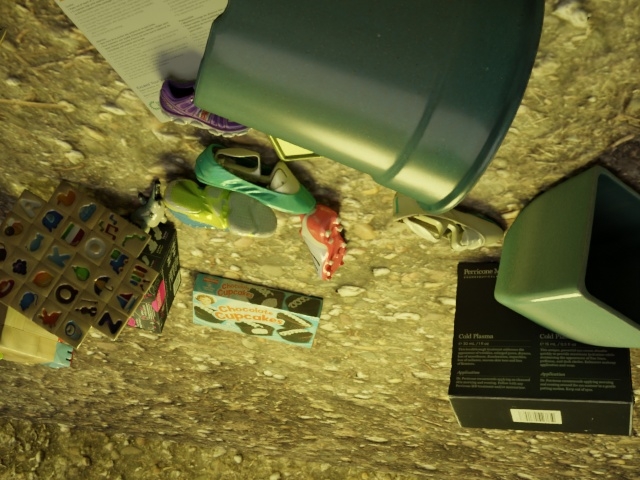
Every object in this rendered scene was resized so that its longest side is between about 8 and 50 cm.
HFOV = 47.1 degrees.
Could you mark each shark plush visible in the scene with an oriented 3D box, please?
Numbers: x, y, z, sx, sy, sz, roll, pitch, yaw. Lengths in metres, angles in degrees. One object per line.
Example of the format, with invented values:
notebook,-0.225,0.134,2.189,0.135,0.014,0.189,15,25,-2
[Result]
shark plush,-0.371,-0.071,1.564,0.067,0.073,0.161,43,151,7

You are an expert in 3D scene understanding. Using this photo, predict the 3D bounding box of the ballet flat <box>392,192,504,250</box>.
ballet flat,0.246,-0.024,1.422,0.248,0.086,0.086,22,146,-17

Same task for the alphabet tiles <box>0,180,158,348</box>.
alphabet tiles,-0.532,0.050,1.557,0.342,0.285,0.011,32,176,2

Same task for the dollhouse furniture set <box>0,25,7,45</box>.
dollhouse furniture set,-0.573,-0.378,1.147,0.182,0.101,0.161,27,169,-24

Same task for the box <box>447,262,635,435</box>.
box,0.454,0.217,1.515,0.343,0.312,0.179,-2,146,20

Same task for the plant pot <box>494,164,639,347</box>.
plant pot,0.463,0.053,1.341,0.247,0.248,0.252,29,154,-26

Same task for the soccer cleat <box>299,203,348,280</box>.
soccer cleat,0.000,0.000,1.552,0.095,0.083,0.248,34,159,20

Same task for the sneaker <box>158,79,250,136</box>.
sneaker,-0.172,-0.211,1.144,0.170,0.068,0.071,10,140,3

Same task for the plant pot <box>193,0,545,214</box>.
plant pot,0.036,-0.238,0.896,0.334,0.341,0.341,15,147,-12

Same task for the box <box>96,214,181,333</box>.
box,-0.419,0.081,1.707,0.142,0.163,0.247,15,147,1

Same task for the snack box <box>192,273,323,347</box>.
snack box,-0.165,0.183,1.882,0.322,0.060,0.187,12,147,-2

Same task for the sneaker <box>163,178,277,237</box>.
sneaker,-0.211,-0.062,1.518,0.240,0.091,0.126,22,164,-17

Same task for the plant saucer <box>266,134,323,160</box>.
plant saucer,-0.024,-0.200,1.264,0.188,0.045,0.188,-3,145,21

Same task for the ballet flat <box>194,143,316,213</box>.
ballet flat,-0.113,-0.120,1.387,0.247,0.083,0.087,17,133,-13

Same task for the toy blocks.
toy blocks,-0.642,0.146,1.720,0.190,0.381,0.261,-11,153,29

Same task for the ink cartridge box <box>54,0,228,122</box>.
ink cartridge box,-0.202,-0.339,1.085,0.324,0.071,0.330,-9,139,28
